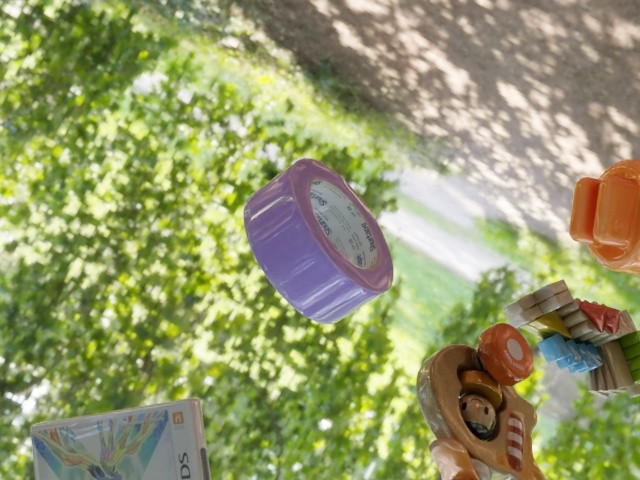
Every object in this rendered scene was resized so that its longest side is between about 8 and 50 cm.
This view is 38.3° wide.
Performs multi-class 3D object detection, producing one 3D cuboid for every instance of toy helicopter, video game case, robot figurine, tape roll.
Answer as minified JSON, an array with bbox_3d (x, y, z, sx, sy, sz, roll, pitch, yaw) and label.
[{"bbox_3d":[0.245,0.299,1.204,0.355,0.140,0.235,55,-144,-1],"label":"toy helicopter"},{"bbox_3d":[-0.316,0.423,1.476,0.329,0.300,0.036,-13,170,24],"label":"video game case"},{"bbox_3d":[0.386,-0.019,1.022,0.219,0.158,0.128,8,-129,-22],"label":"robot figurine"},{"bbox_3d":[0.000,0.000,1.109,0.189,0.080,0.189,42,-152,-29],"label":"tape roll"}]

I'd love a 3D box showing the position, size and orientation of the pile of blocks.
[{"bbox_3d":[0.490,0.175,1.588,0.362,0.149,0.112,21,146,-22],"label":"pile of blocks"}]
